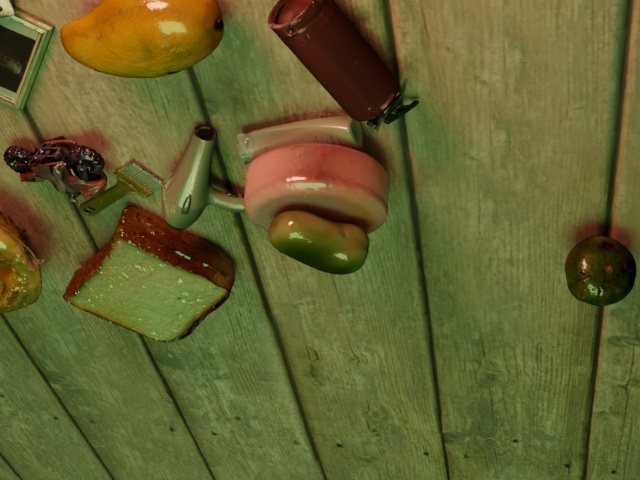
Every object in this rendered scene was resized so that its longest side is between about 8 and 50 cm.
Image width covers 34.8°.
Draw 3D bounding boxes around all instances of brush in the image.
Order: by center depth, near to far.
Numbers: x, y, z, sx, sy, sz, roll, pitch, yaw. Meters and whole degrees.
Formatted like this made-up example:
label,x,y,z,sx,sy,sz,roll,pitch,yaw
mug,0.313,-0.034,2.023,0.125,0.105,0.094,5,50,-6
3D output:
label,x,y,z,sx,sy,sz,roll,pitch,yaw
brush,-0.383,-0.088,1.920,0.082,0.010,0.218,37,138,-29

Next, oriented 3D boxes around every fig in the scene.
label,x,y,z,sx,sy,sz,roll,pitch,yaw
fig,0.473,0.055,1.766,0.123,0.123,0.156,17,172,-4

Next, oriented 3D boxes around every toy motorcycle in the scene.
label,x,y,z,sx,sy,sz,roll,pitch,yaw
toy motorcycle,-0.469,-0.125,1.841,0.213,0.084,0.118,3,143,26

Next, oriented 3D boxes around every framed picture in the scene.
label,x,y,z,sx,sy,sz,roll,pitch,yaw
framed picture,-0.597,-0.337,1.660,0.293,0.018,0.231,24,141,-14

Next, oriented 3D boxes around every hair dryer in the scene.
label,x,y,z,sx,sy,sz,roll,pitch,yaw
hair dryer,-0.175,-0.109,1.791,0.225,0.088,0.219,-3,138,0

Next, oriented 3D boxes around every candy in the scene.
label,x,y,z,sx,sy,sz,roll,pitch,yaw
candy,-0.009,-0.074,1.711,0.255,0.094,0.255,3,158,1

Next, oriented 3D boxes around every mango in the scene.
label,x,y,z,sx,sy,sz,roll,pitch,yaw
mango,-0.260,-0.315,1.516,0.262,0.109,0.157,-2,150,27

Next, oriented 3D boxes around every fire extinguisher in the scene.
label,x,y,z,sx,sy,sz,roll,pitch,yaw
fire extinguisher,0.044,-0.259,1.508,0.105,0.104,0.269,-19,132,35

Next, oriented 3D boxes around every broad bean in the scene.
label,x,y,z,sx,sy,sz,roll,pitch,yaw
broad bean,0.000,0.000,1.675,0.174,0.082,0.124,21,155,-15

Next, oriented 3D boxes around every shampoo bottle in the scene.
label,x,y,z,sx,sy,sz,roll,pitch,yaw
shampoo bottle,-0.036,-0.165,1.682,0.212,0.049,0.072,-8,151,26

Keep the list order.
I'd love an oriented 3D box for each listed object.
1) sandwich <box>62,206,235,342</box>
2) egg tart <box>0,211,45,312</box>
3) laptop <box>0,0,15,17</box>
label,x,y,z,sx,sy,sz,roll,pitch,yaw
sandwich,-0.333,0.080,2.049,0.271,0.099,0.301,25,138,-22
egg tart,-0.705,0.022,2.057,0.341,0.132,0.341,9,144,6
laptop,-0.618,-0.405,1.551,0.269,0.015,0.187,-4,134,13
